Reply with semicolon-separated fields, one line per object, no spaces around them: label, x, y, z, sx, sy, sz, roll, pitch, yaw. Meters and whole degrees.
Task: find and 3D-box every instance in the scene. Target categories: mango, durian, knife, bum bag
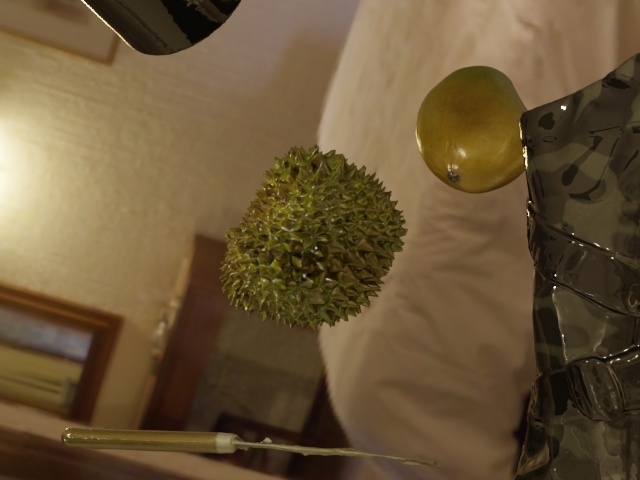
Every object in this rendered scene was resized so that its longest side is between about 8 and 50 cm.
mango;0.180;-0.138;1.475;0.237;0.137;0.091;-101;6;-57
durian;-0.001;0.003;1.497;0.237;0.176;0.200;-49;-32;-25
knife;-0.053;0.159;0.951;0.047;0.298;0.017;62;-150;-71
bum bag;0.186;0.052;0.779;0.095;0.144;0.340;-18;-69;-55

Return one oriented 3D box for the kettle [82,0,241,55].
kettle;-0.215;-0.390;1.394;0.262;0.308;0.203;-33;54;13
